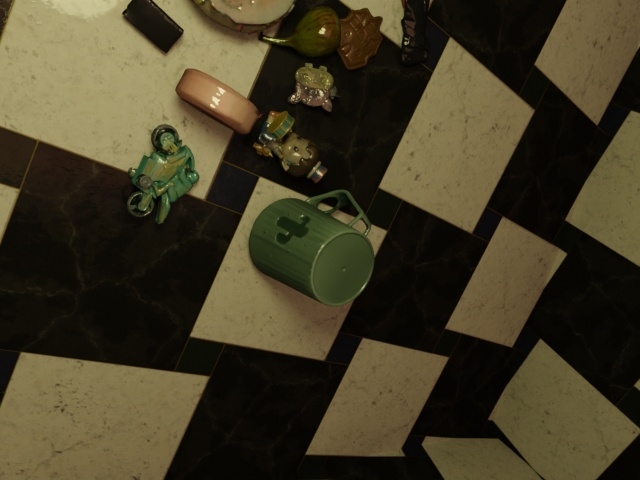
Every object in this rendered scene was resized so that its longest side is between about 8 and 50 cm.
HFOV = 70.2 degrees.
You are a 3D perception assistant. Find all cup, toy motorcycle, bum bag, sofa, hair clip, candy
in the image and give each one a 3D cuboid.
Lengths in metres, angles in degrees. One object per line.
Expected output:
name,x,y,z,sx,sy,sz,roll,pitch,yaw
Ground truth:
cup,-0.019,-0.003,1.584,0.310,0.392,0.401,15,96,-39
toy motorcycle,-0.482,-0.198,1.415,0.198,0.109,0.296,24,94,-45
bum bag,0.346,-0.775,1.671,0.123,0.060,0.248,-17,119,-24
sofa,-0.469,-0.613,1.279,0.085,0.060,0.147,-44,126,13
hair clip,-0.012,-0.528,1.570,0.187,0.056,0.146,4,101,-28
candy,-0.294,-0.403,1.340,0.255,0.255,0.094,27,95,-35

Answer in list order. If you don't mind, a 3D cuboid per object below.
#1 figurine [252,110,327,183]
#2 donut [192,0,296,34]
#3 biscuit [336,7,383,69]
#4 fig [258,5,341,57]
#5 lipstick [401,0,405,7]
figurine,-0.089,-0.308,1.550,0.275,0.158,0.161,37,49,-33
donut,-0.228,-0.786,1.286,0.383,0.142,0.382,-11,114,-25
biscuit,0.140,-0.715,1.591,0.215,0.034,0.182,-44,125,-7
fig,-0.058,-0.649,1.443,0.259,0.151,0.151,-18,117,-18
lipstick,0.288,-0.889,1.608,0.030,0.030,0.129,-27,121,-19
